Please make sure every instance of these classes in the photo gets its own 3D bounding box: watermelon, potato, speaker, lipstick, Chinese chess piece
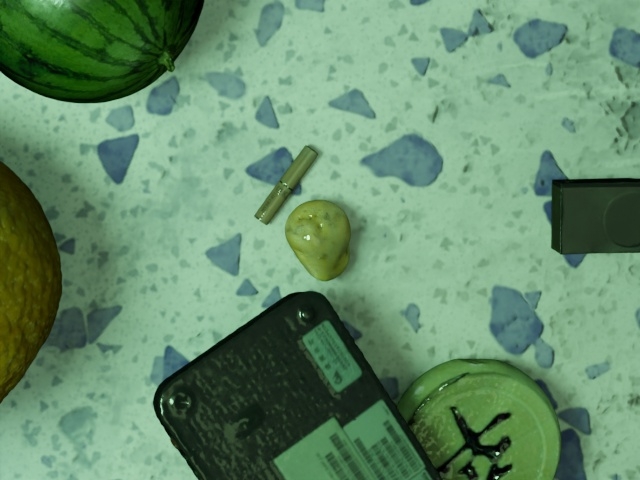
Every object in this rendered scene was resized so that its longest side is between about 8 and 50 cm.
[{"bbox_3d":[-0.229,-0.252,1.636,0.242,0.242,0.242,-1,99,-7],"label":"watermelon"},{"bbox_3d":[0.000,0.000,1.799,0.068,0.062,0.083,-12,123,10],"label":"potato"},{"bbox_3d":[0.360,-0.029,1.844,0.218,0.044,0.082,-1,99,-7],"label":"speaker"},{"bbox_3d":[-0.036,-0.058,1.801,0.019,0.019,0.094,35,93,-11],"label":"lipstick"},{"bbox_3d":[0.166,0.219,1.841,0.188,0.083,0.189,-1,97,-9],"label":"Chinese chess piece"}]

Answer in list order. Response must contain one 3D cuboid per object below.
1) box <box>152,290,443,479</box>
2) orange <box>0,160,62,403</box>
[{"bbox_3d":[0.000,0.243,1.736,0.211,0.058,0.350,-35,98,-15],"label":"box"},{"bbox_3d":[-0.427,0.025,1.611,0.357,0.322,0.322,32,94,-6],"label":"orange"}]
